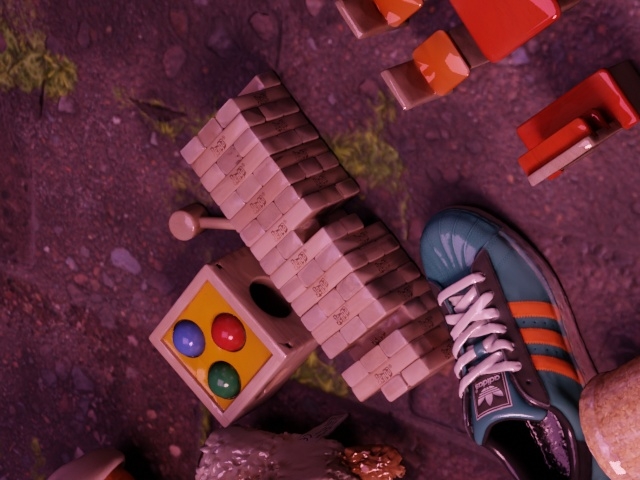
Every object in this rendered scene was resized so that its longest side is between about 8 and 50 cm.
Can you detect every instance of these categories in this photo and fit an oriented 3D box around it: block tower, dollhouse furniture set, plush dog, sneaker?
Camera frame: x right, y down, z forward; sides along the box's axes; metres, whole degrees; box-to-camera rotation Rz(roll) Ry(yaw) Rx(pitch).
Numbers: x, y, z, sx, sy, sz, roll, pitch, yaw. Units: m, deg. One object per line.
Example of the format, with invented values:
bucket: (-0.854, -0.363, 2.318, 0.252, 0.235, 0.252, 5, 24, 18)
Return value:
block tower: (0.000, 0.000, 1.453, 0.091, 0.097, 0.335, -42, 79, 35)
dollhouse furniture set: (0.162, -0.185, 1.252, 0.262, 0.135, 0.259, -36, 83, 37)
plush dog: (-0.012, 0.319, 1.506, 0.210, 0.262, 0.225, -9, 110, -5)
sneaker: (0.171, 0.109, 1.353, 0.108, 0.121, 0.302, -34, 85, 37)

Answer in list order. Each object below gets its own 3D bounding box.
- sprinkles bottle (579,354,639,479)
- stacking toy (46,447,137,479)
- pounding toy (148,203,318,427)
sprinkles bottle: (0.376, 0.091, 1.206, 0.355, 0.121, 0.121, -37, 83, 37)
stacking toy: (-0.156, 0.486, 1.630, 0.480, 0.350, 0.350, 33, 123, 3)
pounding toy: (-0.100, 0.053, 1.538, 0.206, 0.094, 0.181, 48, 126, 12)
